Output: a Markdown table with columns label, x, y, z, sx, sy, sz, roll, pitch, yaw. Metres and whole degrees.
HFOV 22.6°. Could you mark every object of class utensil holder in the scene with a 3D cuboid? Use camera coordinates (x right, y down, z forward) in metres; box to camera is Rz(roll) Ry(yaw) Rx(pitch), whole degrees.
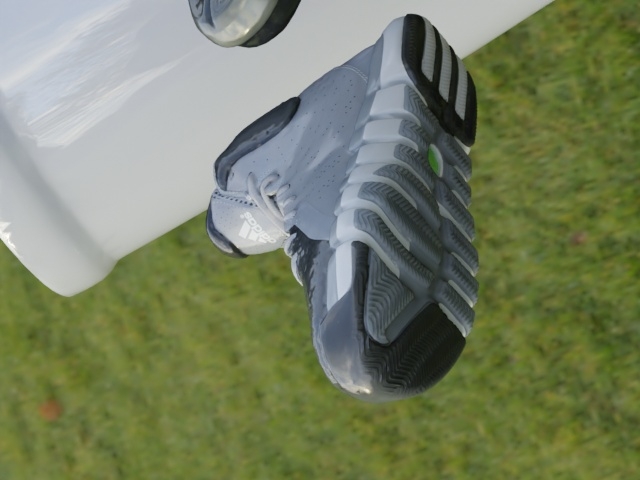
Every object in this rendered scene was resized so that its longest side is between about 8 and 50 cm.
| label | x | y | z | sx | sy | sz | roll | pitch | yaw |
| --- | --- | --- | --- | --- | --- | --- | --- | --- | --- |
| utensil holder | -0.075 | -0.200 | 1.002 | 0.327 | 0.385 | 0.327 | 59 | 180 | 1 |

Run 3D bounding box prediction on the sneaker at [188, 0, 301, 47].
| label | x | y | z | sx | sy | sz | roll | pitch | yaw |
| --- | --- | --- | --- | --- | --- | --- | --- | --- | --- |
| sneaker | 0.017 | -0.161 | 0.702 | 0.087 | 0.130 | 0.227 | -34 | 34 | 44 |

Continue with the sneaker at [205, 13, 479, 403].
| label | x | y | z | sx | sy | sz | roll | pitch | yaw |
| --- | --- | --- | --- | --- | --- | --- | --- | --- | --- |
| sneaker | 0.000 | 0.000 | 0.736 | 0.132 | 0.228 | 0.086 | -23 | 123 | 29 |
